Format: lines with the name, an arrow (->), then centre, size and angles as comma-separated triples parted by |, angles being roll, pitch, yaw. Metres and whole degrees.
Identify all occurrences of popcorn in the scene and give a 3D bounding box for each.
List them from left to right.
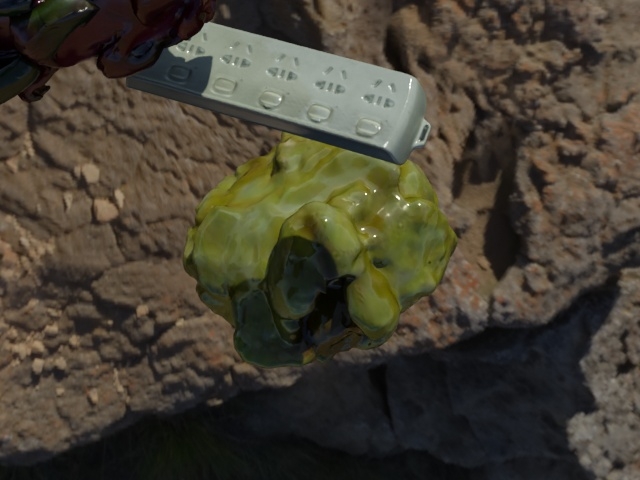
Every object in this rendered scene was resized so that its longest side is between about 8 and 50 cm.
popcorn -> 0.000, 0.000, 0.828 | 0.256, 0.255, 0.195 | -2, 132, 8

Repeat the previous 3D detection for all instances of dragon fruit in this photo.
dragon fruit -> -0.170, -0.169, 0.524 | 0.273, 0.218, 0.198 | -34, 118, 32

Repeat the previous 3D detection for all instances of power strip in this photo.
power strip -> -0.045, -0.112, 0.620 | 0.252, 0.027, 0.060 | 17, 71, 13
